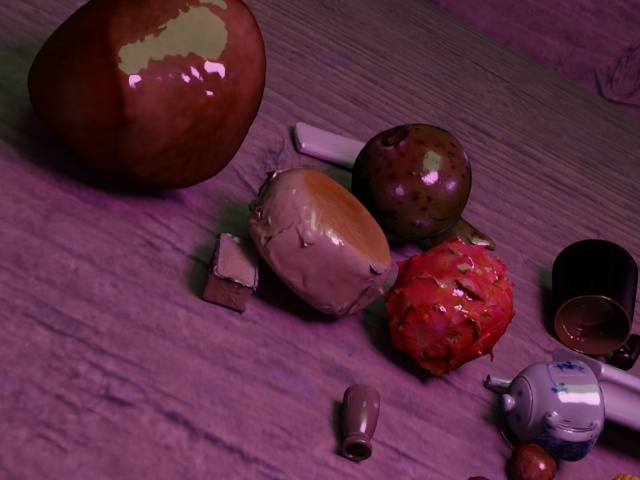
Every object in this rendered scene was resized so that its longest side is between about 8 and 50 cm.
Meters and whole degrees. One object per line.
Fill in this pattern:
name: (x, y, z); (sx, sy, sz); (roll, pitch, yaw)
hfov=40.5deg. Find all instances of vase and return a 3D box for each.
vase: (0.053, 0.250, 1.190); (0.053, 0.053, 0.100); (25, 37, -11)

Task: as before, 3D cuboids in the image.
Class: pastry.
pastry: (-0.001, -0.002, 1.367); (0.265, 0.133, 0.265); (44, 18, -18)

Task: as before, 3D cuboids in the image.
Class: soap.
soap: (0.529, 0.273, 1.463); (0.265, 0.087, 0.160); (22, -2, -15)

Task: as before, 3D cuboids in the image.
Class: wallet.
wallet: (0.032, -0.188, 1.785); (0.190, 0.033, 0.095); (14, 37, -24)

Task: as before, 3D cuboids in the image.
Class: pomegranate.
pomegranate: (0.200, -0.087, 1.633); (0.306, 0.242, 0.242); (35, 26, -34)

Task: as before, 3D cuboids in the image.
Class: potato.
potato: (-0.132, 0.045, 1.304); (0.086, 0.061, 0.122); (23, 30, -15)

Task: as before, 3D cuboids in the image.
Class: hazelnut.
hazelnut: (-0.266, -0.250, 1.359); (0.366, 0.366, 0.366); (22, 33, -15)

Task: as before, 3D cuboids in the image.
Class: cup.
cup: (0.561, 0.130, 1.677); (0.239, 0.166, 0.177); (29, 36, -1)

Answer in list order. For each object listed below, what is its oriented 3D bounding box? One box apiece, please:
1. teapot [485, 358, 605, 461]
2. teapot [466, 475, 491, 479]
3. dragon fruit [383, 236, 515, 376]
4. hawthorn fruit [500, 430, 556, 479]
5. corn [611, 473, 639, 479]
teapot: (0.345, 0.259, 1.339); (0.159, 0.159, 0.232); (21, 4, -16)
teapot: (0.200, 0.356, 1.152); (0.110, 0.085, 0.080); (-4, 41, -15)
dragon fruit: (0.219, 0.097, 1.397); (0.268, 0.205, 0.210); (-11, 44, -44)
hawthorn fruit: (0.301, 0.326, 1.291); (0.103, 0.067, 0.067); (37, 30, 31)
corn: (0.450, 0.414, 1.286); (0.165, 0.063, 0.085); (-24, 91, -53)
